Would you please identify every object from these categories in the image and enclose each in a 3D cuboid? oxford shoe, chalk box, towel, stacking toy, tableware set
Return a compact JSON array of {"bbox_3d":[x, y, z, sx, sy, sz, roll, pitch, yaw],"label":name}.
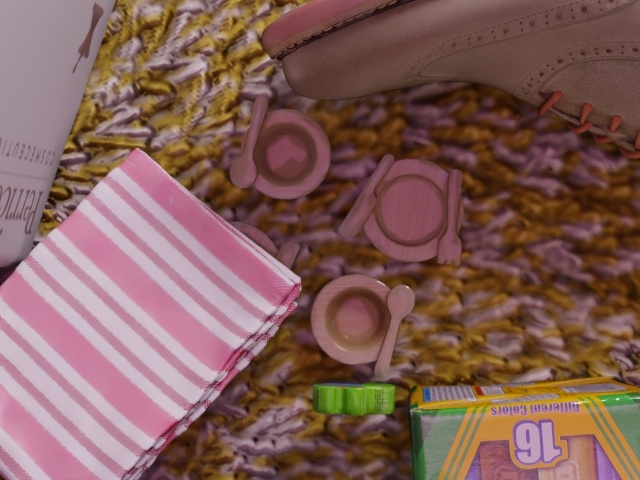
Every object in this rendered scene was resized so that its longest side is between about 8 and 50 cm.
[{"bbox_3d":[0.167,-0.104,0.735,0.397,0.140,0.146,-7,96,5],"label":"oxford shoe"},{"bbox_3d":[0.119,0.189,0.733,0.132,0.132,0.213,-3,88,3],"label":"chalk box"},{"bbox_3d":[-0.124,0.054,0.760,0.144,0.029,0.197,39,74,16],"label":"towel"},{"bbox_3d":[-0.060,0.167,0.789,0.221,0.052,0.167,-1,91,2],"label":"stacking toy"},{"bbox_3d":[0.000,0.000,0.799,0.169,0.020,0.141,20,90,4],"label":"tableware set"}]

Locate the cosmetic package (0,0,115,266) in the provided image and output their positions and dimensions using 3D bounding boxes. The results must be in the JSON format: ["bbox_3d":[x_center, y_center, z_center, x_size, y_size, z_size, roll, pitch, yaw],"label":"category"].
[{"bbox_3d":[-0.275,-0.217,0.665,0.327,0.329,0.393,20,91,2],"label":"cosmetic package"}]
